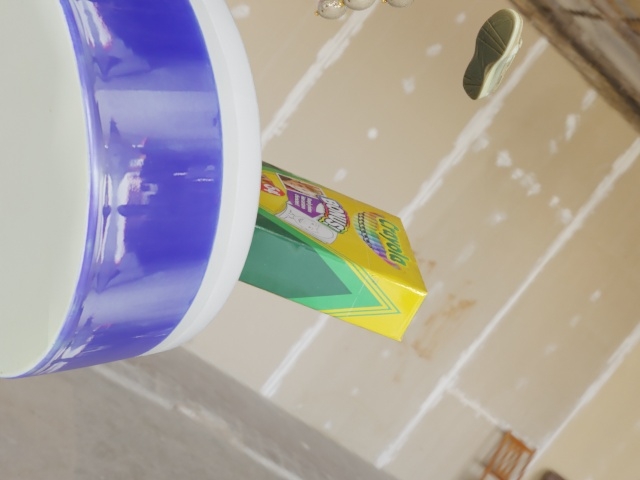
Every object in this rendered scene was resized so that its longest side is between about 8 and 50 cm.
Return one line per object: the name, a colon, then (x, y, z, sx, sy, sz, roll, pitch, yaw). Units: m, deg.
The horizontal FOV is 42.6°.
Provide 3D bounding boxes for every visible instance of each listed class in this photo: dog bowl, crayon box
dog bowl: (-0.158, -0.054, 0.494, 0.104, 0.264, 0.265, -8, 39, -45)
crayon box: (0.000, 0.000, 1.411, 0.313, 0.106, 0.363, 21, 19, -9)

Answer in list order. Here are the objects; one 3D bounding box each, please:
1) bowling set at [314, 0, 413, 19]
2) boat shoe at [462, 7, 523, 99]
bowling set: (0.077, -0.379, 1.120, 0.154, 0.287, 0.200, 63, 28, -16)
boat shoe: (0.244, -0.257, 1.128, 0.056, 0.048, 0.153, 56, -28, 28)
